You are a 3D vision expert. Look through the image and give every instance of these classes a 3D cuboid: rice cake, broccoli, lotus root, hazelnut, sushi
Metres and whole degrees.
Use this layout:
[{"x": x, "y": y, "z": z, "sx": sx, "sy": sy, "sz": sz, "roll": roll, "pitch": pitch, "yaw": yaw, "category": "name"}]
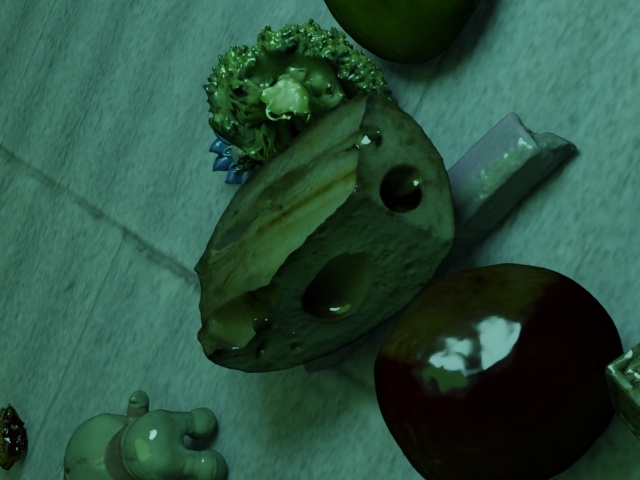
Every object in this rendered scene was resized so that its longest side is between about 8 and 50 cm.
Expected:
[{"x": 0.106, "y": 0.006, "z": 1.054, "sx": 0.399, "sy": 0.064, "sz": 0.070, "roll": -44, "pitch": 49, "yaw": 20, "category": "rice cake"}, {"x": -0.012, "y": -0.147, "z": 1.113, "sx": 0.198, "sy": 0.176, "sz": 0.226, "roll": -49, "pitch": 50, "yaw": 16, "category": "broccoli"}, {"x": 0.004, "y": 0.004, "z": 1.012, "sx": 0.314, "sy": 0.142, "sz": 0.210, "roll": -37, "pitch": 41, "yaw": 35, "category": "lotus root"}, {"x": 0.172, "y": 0.131, "z": 0.894, "sx": 0.229, "sy": 0.229, "sz": 0.230, "roll": -10, "pitch": 72, "yaw": 35, "category": "hazelnut"}, {"x": -0.461, "y": 0.295, "z": 1.417, "sx": 0.047, "sy": 0.050, "sz": 0.099, "roll": -31, "pitch": 67, "yaw": 34, "category": "sushi"}]

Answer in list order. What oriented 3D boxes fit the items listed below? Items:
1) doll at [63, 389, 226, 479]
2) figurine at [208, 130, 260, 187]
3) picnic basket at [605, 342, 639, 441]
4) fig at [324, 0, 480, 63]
[{"x": -0.252, "y": 0.279, "z": 1.222, "sx": 0.275, "sy": 0.113, "sz": 0.155, "roll": -19, "pitch": 70, "yaw": 31, "category": "doll"}, {"x": -0.098, "y": -0.113, "z": 1.227, "sx": 0.114, "sy": 0.114, "sz": 0.079, "roll": -43, "pitch": 13, "yaw": 21, "category": "figurine"}, {"x": 0.354, "y": 0.123, "z": 0.756, "sx": 0.196, "sy": 0.134, "sz": 0.154, "roll": -35, "pitch": 59, "yaw": -1, "category": "picnic basket"}, {"x": 0.088, "y": -0.303, "z": 1.085, "sx": 0.181, "sy": 0.191, "sz": 0.181, "roll": -161, "pitch": 90, "yaw": -74, "category": "fig"}]
